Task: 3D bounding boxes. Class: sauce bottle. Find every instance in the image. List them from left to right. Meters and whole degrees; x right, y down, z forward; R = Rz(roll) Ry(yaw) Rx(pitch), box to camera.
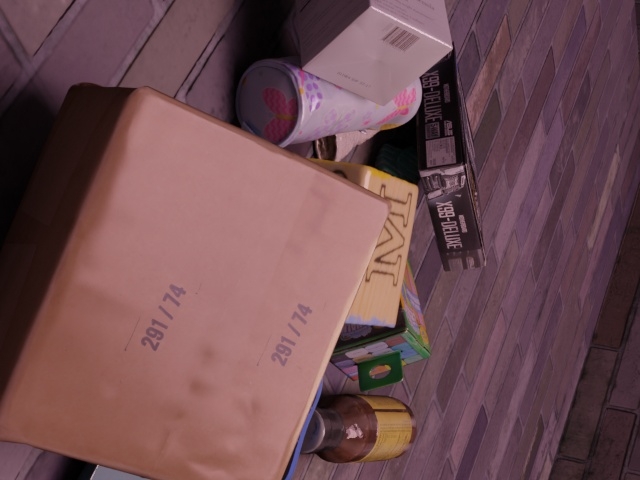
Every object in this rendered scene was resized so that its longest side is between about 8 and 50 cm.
[{"bbox_3d":[0.045,0.291,1.775,0.344,0.111,0.111,21,79,-63],"label":"sauce bottle"}]

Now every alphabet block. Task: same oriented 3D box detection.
[{"bbox_3d":[0.000,0.000,1.498,0.193,0.192,0.197,14,87,-66],"label":"alphabet block"}]

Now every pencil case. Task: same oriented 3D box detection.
[{"bbox_3d":[0.013,-0.188,1.494,0.273,0.124,0.113,-15,70,-50],"label":"pencil case"}]

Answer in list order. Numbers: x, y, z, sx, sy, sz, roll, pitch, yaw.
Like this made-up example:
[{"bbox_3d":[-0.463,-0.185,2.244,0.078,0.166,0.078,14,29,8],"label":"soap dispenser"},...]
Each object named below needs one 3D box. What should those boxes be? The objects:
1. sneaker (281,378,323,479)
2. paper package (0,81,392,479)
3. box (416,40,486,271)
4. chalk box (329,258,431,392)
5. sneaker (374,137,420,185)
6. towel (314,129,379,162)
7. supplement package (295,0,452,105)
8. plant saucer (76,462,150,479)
[{"bbox_3d":[-0.057,0.234,1.577,0.090,0.081,0.232,18,82,-69],"label":"sneaker"},{"bbox_3d":[-0.138,0.053,1.066,0.309,0.168,0.325,24,85,-32],"label":"paper package"},{"bbox_3d":[0.214,-0.140,1.905,0.242,0.076,0.307,70,16,-45],"label":"box"},{"bbox_3d":[0.075,0.118,1.661,0.132,0.132,0.213,47,29,-59],"label":"chalk box"},{"bbox_3d":[0.103,-0.080,1.848,0.098,0.083,0.224,-50,-168,37],"label":"sneaker"},{"bbox_3d":[0.045,-0.267,1.666,0.187,0.049,0.282,-40,133,-53],"label":"towel"},{"bbox_3d":[0.058,-0.319,1.429,0.139,0.134,0.244,19,51,-34],"label":"supplement package"},{"bbox_3d":[-0.211,0.333,1.333,0.317,0.043,0.317,-32,126,-59],"label":"plant saucer"}]
